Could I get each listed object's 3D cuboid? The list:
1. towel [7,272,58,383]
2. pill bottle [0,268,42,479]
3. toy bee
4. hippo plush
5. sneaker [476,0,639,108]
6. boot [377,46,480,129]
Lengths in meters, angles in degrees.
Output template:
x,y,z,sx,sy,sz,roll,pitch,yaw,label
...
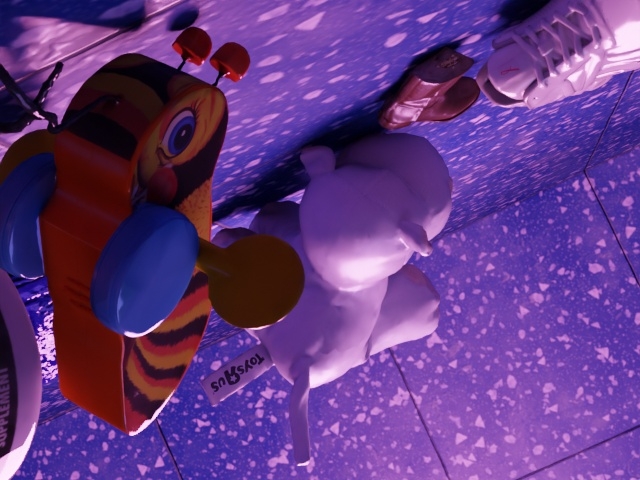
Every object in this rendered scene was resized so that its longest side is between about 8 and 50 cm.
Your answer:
x,y,z,sx,sy,sz,roll,pitch,yaw,label
-0.270,0.081,1.002,0.308,0.076,0.227,-22,154,-21,towel
-0.325,0.096,0.687,0.188,0.188,0.334,-29,172,34,pill bottle
-0.087,-0.027,0.710,0.162,0.195,0.298,-49,174,-30,toy bee
0.000,0.000,1.262,0.294,0.234,0.236,-38,154,-45,hippo plush
0.188,-0.146,1.006,0.115,0.090,0.232,-27,173,-16,sneaker
0.108,-0.134,1.101,0.106,0.037,0.114,-24,169,-23,boot
